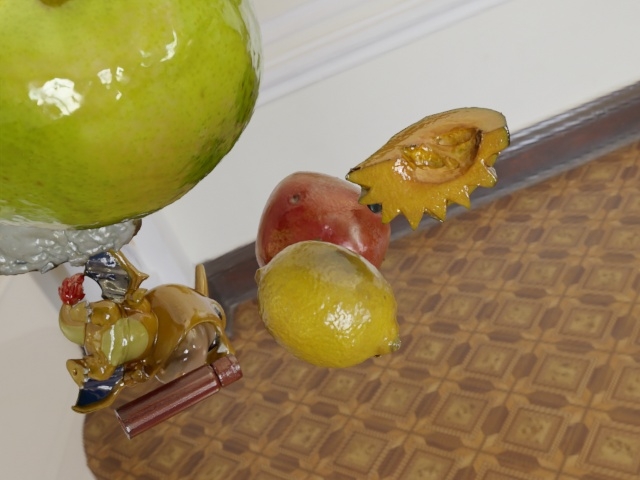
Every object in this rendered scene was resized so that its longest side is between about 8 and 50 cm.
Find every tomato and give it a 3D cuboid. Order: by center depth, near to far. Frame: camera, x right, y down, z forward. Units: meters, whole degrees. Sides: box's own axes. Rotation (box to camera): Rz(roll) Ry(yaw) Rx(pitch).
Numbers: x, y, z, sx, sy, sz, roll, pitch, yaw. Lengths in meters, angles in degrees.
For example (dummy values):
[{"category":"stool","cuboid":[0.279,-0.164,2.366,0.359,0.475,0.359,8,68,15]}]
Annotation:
[{"category":"tomato","cuboid":[0.001,-0.006,1.615,0.339,0.338,0.144,-23,-3,2]}]

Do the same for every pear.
[{"category":"pear","cuboid":[-0.241,-0.179,0.670,0.391,0.391,0.391,-18,28,10]}]

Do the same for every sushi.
[{"category":"sushi","cuboid":[-0.488,-0.053,1.271,0.344,0.196,0.182,-16,27,2]}]

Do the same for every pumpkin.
[{"category":"pumpkin","cuboid":[0.182,-0.116,1.106,0.254,0.130,0.149,-18,25,17]}]

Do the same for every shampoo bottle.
[{"category":"shampoo bottle","cuboid":[-0.287,0.316,1.425,0.260,0.064,0.102,-24,8,-23]}]

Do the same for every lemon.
[{"category":"lemon","cuboid":[0.010,0.097,1.061,0.257,0.188,0.188,24,46,16]}]

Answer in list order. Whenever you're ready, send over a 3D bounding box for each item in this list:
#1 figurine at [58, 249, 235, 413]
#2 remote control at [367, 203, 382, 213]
[{"category":"figurine","cuboid":[-0.416,0.186,1.627,0.268,0.400,0.387,-12,-7,43]},{"category":"remote control","cuboid":[0.184,-0.148,1.511,0.222,0.042,0.072,-44,43,12]}]
